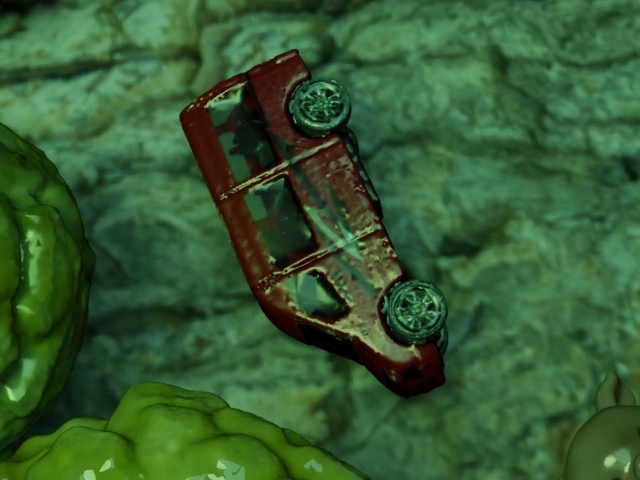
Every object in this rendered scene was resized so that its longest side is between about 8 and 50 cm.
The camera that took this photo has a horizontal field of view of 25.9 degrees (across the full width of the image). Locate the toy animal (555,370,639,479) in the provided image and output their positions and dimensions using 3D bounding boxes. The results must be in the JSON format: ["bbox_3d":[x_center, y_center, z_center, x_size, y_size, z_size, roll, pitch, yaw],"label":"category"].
[{"bbox_3d":[0.183,0.140,0.714,0.150,0.089,0.083,44,52,14],"label":"toy animal"}]

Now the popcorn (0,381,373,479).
[{"bbox_3d":[-0.035,0.197,0.609,0.225,0.174,0.286,-28,73,3],"label":"popcorn"}]

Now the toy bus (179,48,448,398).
[{"bbox_3d":[0.000,0.000,0.747,0.089,0.081,0.195,-24,74,-2],"label":"toy bus"}]

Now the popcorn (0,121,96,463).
[{"bbox_3d":[-0.192,0.030,0.677,0.198,0.212,0.197,1,96,14],"label":"popcorn"}]

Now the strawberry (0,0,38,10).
[{"bbox_3d":[-0.181,-0.215,0.800,0.140,0.085,0.192,-40,57,28],"label":"strawberry"}]
